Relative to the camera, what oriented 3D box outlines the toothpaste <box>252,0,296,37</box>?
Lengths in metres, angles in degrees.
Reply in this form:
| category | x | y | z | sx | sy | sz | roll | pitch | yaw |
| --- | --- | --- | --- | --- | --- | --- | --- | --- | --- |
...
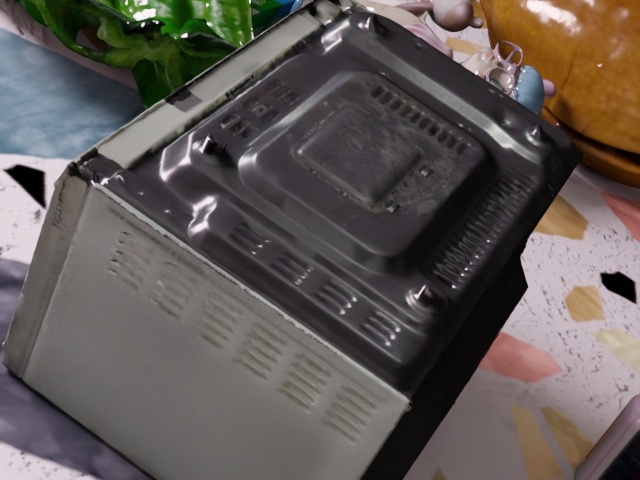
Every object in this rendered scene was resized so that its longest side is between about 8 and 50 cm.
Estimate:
| category | x | y | z | sx | sy | sz | roll | pitch | yaw |
| --- | --- | --- | --- | --- | --- | --- | --- | --- | --- |
| toothpaste | -0.037 | -0.235 | 1.180 | 0.065 | 0.050 | 0.267 | 39 | 34 | 11 |

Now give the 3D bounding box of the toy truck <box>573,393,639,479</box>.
| category | x | y | z | sx | sy | sz | roll | pitch | yaw |
| --- | --- | --- | --- | --- | --- | --- | --- | --- | --- |
| toy truck | 0.259 | 0.146 | 0.824 | 0.114 | 0.098 | 0.227 | 44 | 29 | 27 |

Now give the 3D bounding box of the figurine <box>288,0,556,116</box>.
| category | x | y | z | sx | sy | sz | roll | pitch | yaw |
| --- | --- | --- | --- | --- | --- | --- | --- | --- | --- |
| figurine | 0.095 | -0.173 | 1.141 | 0.260 | 0.103 | 0.205 | 27 | 37 | -4 |

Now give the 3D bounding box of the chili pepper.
| category | x | y | z | sx | sy | sz | roll | pitch | yaw |
| --- | --- | --- | --- | --- | --- | --- | --- | --- | --- |
| chili pepper | -0.190 | -0.241 | 0.974 | 0.213 | 0.167 | 0.385 | -14 | 62 | -29 |

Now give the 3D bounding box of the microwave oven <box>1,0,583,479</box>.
| category | x | y | z | sx | sy | sz | roll | pitch | yaw |
| --- | --- | --- | --- | --- | --- | --- | --- | --- | --- |
| microwave oven | 0.000 | 0.000 | 0.725 | 0.237 | 0.181 | 0.295 | 34 | 38 | 9 |

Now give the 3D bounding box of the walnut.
| category | x | y | z | sx | sy | sz | roll | pitch | yaw |
| --- | --- | --- | --- | --- | --- | --- | --- | --- | --- |
| walnut | 0.289 | -0.185 | 1.228 | 0.336 | 0.209 | 0.209 | 36 | 32 | 13 |
